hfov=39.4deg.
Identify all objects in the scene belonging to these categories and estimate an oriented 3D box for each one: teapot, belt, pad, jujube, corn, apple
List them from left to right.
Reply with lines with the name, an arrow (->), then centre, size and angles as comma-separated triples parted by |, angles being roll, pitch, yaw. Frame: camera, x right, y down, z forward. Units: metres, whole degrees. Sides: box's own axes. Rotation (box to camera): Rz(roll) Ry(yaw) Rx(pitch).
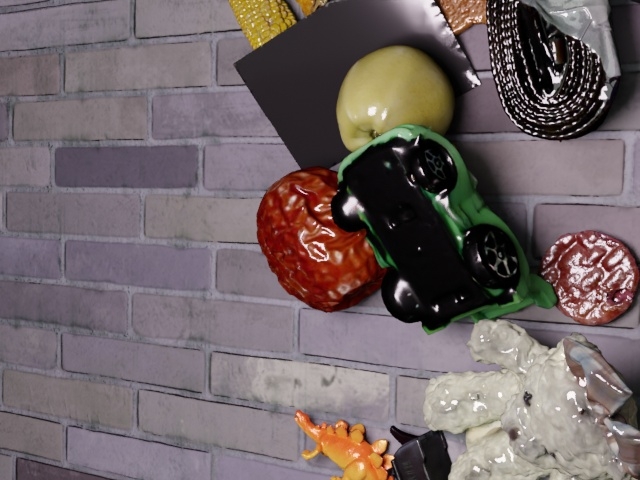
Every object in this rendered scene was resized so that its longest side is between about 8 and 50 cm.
corn -> -0.125, -0.458, 1.615 | 0.101, 0.101, 0.291 | -30, 75, 27
jujube -> 0.000, 0.000, 1.500 | 0.213, 0.213, 0.232 | -39, 73, 25
pad -> 0.054, -0.284, 1.518 | 0.368, 0.007, 0.247 | -27, 100, 27
apple -> 0.116, -0.211, 1.423 | 0.200, 0.200, 0.200 | 1, 93, 30
teapot -> 0.164, 0.388, 1.488 | 0.096, 0.087, 0.177 | -27, 79, 32
belt -> 0.337, -0.289, 1.308 | 0.184, 0.164, 0.289 | -12, 91, 22

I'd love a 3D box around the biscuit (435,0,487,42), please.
biscuit -> 0.209, -0.426, 1.452 | 0.280, 0.043, 0.183 | 35, 106, 23

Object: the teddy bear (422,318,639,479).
teddy bear -> 0.281, 0.266, 1.255 | 0.375, 0.362, 0.327 | -22, 80, 23

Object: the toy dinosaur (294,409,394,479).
toy dinosaur -> 0.070, 0.384, 1.553 | 0.288, 0.070, 0.117 | 40, 110, 17

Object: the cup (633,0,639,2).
cup -> 0.475, -0.416, 1.245 | 0.223, 0.169, 0.176 | 26, 112, 42

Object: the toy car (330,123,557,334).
toy car -> 0.183, -0.005, 1.347 | 0.213, 0.176, 0.358 | -30, 92, 45

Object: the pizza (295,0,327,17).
pizza -> -0.015, -0.481, 1.572 | 0.188, 0.062, 0.198 | 3, 100, 42

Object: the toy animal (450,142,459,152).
toy animal -> 0.176, -0.060, 1.473 | 0.136, 0.073, 0.181 | -11, 83, 22

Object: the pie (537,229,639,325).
pie -> 0.410, 0.055, 1.363 | 0.154, 0.038, 0.153 | 0, 89, 32
